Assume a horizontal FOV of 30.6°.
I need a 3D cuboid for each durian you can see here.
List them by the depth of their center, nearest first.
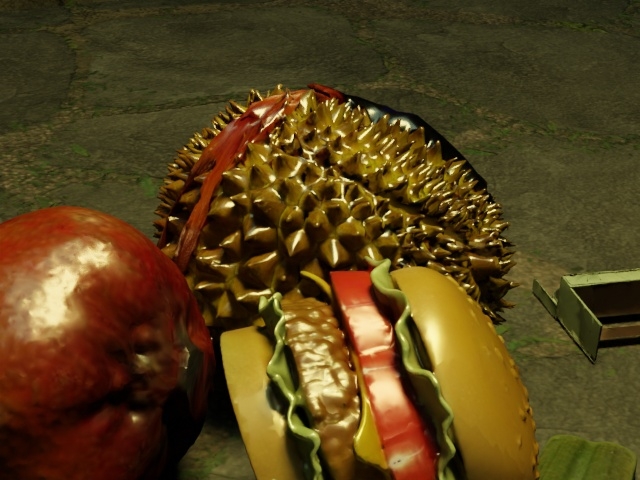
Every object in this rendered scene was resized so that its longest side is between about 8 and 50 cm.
[{"bbox_3d":[0.003,0.000,1.189,0.384,0.348,0.347,8,25,31],"label":"durian"}]

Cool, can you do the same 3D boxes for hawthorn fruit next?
[{"bbox_3d":[-0.247,0.109,0.998,0.311,0.295,0.295,1,26,0],"label":"hawthorn fruit"}]

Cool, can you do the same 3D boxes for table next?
[{"bbox_3d":[0.349,0.069,1.361,0.146,0.063,0.175,-5,29,-14],"label":"table"}]

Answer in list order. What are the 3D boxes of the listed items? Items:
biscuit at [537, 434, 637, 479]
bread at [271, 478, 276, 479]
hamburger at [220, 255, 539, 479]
[{"bbox_3d":[0.201,0.254,0.990,0.099,0.038,0.322,10,27,23],"label":"biscuit"},{"bbox_3d":[-0.049,0.315,0.605,0.250,0.225,0.279,-29,38,-11],"label":"bread"},{"bbox_3d":[0.058,0.143,0.918,0.212,0.274,0.274,-21,28,0],"label":"hamburger"}]
